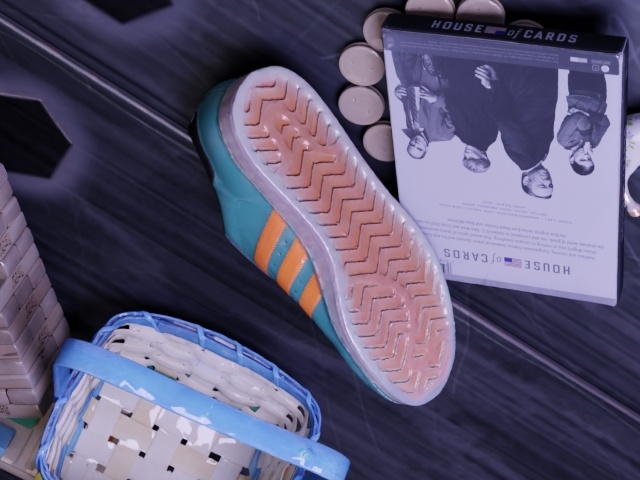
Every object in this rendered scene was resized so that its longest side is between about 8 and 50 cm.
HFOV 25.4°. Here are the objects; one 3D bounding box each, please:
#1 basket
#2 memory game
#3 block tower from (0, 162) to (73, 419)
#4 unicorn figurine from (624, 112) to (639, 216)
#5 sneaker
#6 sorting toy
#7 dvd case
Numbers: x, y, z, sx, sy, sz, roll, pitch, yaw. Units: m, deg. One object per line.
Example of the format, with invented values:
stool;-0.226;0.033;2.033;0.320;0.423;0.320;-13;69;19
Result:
basket;-0.126;0.171;1.255;0.255;0.201;0.289;27;163;-8
memory game;0.103;-0.112;1.092;0.186;0.012;0.186;8;132;9
block tower;-0.313;0.013;1.254;0.097;0.091;0.335;-2;124;19
unicorn figurine;0.273;-0.068;1.045;0.162;0.060;0.111;-1;122;22
sneaker;0.000;0.000;1.146;0.121;0.108;0.302;-8;116;60
sorting toy;-0.289;0.200;1.452;0.348;0.047;0.196;27;132;-8
dvd case;0.142;-0.057;1.083;0.179;0.029;0.238;9;134;20
